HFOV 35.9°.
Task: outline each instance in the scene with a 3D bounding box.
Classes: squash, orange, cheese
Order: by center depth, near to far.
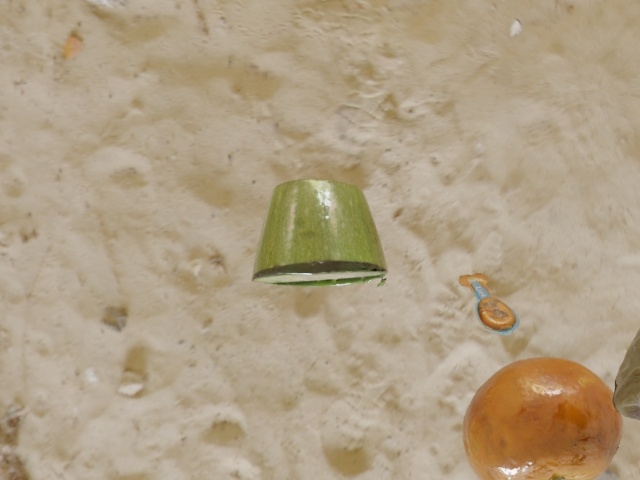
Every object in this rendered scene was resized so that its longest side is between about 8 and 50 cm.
[{"bbox_3d":[0.195,0.074,1.148,0.047,0.111,0.017,-7,127,-16],"label":"cheese"},{"bbox_3d":[0.000,0.000,1.210,0.170,0.170,0.123,-4,74,16],"label":"squash"},{"bbox_3d":[0.388,0.330,1.747,0.283,0.284,0.226,-30,53,18],"label":"orange"}]

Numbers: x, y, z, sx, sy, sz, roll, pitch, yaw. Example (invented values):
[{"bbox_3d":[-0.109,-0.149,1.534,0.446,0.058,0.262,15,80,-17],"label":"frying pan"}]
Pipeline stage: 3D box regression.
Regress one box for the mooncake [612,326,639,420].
[{"bbox_3d":[0.627,0.225,1.348,0.393,0.394,0.246,14,59,33],"label":"mooncake"}]
